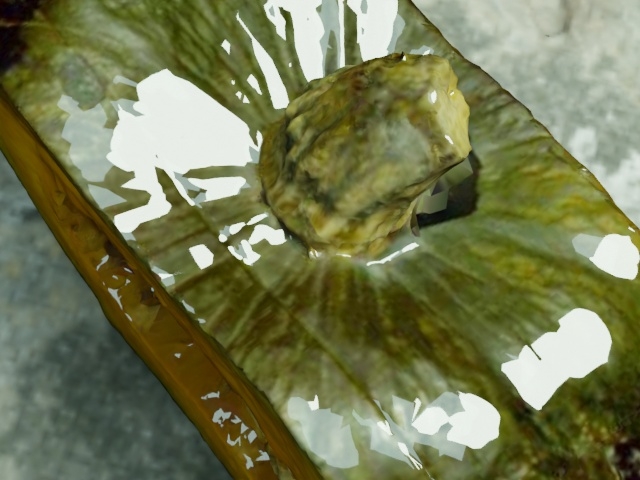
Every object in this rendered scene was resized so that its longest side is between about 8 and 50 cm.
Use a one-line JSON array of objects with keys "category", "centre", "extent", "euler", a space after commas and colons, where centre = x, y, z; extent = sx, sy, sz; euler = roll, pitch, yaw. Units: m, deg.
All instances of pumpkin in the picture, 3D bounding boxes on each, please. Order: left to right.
[{"category": "pumpkin", "centre": [0.000, 0.000, 0.531], "extent": [0.139, 0.222, 0.317], "euler": [-32, 71, -14]}]
